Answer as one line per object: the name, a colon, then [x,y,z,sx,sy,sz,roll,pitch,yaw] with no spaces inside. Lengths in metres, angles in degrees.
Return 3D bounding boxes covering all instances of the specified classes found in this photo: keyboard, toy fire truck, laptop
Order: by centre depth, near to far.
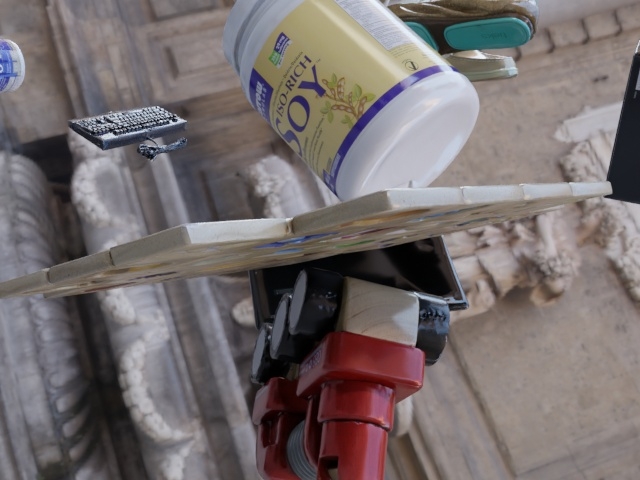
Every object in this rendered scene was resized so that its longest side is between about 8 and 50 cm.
toy fire truck: [0.025,0.176,0.621,0.217,0.158,0.246,126,-25,-60]
laptop: [0.044,0.075,1.552,0.408,0.382,0.236,-103,-170,-45]
keyboard: [-0.414,-0.255,1.790,0.201,0.317,0.033,33,-62,14]

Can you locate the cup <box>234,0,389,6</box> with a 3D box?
cup: [-0.055,-0.525,1.455,0.237,0.331,0.331,3,-70,57]

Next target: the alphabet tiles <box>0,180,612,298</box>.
alphabet tiles: [0.000,0.000,0.482,0.285,0.342,0.011,-13,-95,42]

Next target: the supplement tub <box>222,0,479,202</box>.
supplement tub: [0.035,-0.225,1.108,0.331,0.241,0.241,48,-22,23]

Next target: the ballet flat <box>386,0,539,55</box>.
ballet flat: [0.209,-0.384,1.328,0.116,0.342,0.124,48,50,-46]

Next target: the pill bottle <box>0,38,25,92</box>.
pill bottle: [-0.711,-0.355,1.561,0.112,0.187,0.112,8,-75,31]

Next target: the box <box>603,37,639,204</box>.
box: [0.532,-0.212,1.214,0.184,0.103,0.261,-60,154,-42]

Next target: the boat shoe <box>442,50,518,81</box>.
boat shoe: [0.234,-0.352,1.445,0.302,0.109,0.098,20,-68,44]
